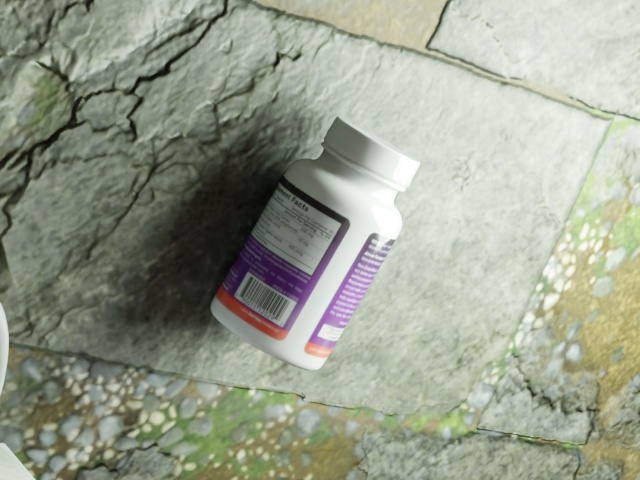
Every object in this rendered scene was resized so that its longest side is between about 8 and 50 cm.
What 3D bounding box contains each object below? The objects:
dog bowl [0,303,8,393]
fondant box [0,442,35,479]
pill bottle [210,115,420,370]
[{"bbox_3d":[-0.350,0.133,1.358,0.349,0.102,0.349,-48,159,-26],"label":"dog bowl"},{"bbox_3d":[-0.278,0.355,1.539,0.096,0.238,0.330,5,111,-37],"label":"fondant box"},{"bbox_3d":[0.000,0.000,1.635,0.108,0.108,0.193,25,98,-41],"label":"pill bottle"}]
